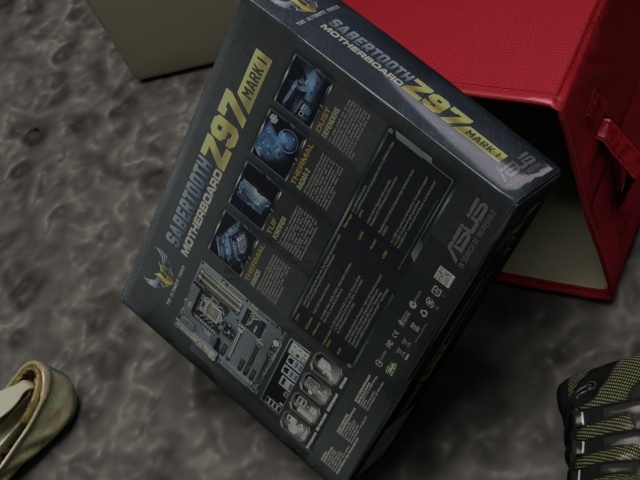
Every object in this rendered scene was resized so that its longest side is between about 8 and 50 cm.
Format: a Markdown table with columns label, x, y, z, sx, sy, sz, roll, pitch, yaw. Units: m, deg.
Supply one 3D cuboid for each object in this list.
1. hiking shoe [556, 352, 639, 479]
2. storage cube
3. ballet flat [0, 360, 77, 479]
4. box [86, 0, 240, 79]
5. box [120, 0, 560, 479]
| label | x | y | z | sx | sy | sz | roll | pitch | yaw |
| --- | --- | --- | --- | --- | --- | --- | --- | --- | --- |
| hiking shoe | 0.164 | 0.125 | 0.746 | 0.227 | 0.086 | 0.114 | -45 | 38 | -20 |
| storage cube | 0.108 | -0.104 | 0.860 | 0.215 | 0.184 | 0.193 | 10 | 58 | 29 |
| ballet flat | -0.227 | 0.144 | 0.899 | 0.057 | 0.052 | 0.168 | 28 | 70 | 35 |
| box | -0.017 | -0.239 | 1.051 | 0.311 | 0.121 | 0.148 | -10 | 52 | 16 |
| box | 0.000 | 0.000 | 0.775 | 0.183 | 0.233 | 0.059 | 38 | 38 | 16 |
